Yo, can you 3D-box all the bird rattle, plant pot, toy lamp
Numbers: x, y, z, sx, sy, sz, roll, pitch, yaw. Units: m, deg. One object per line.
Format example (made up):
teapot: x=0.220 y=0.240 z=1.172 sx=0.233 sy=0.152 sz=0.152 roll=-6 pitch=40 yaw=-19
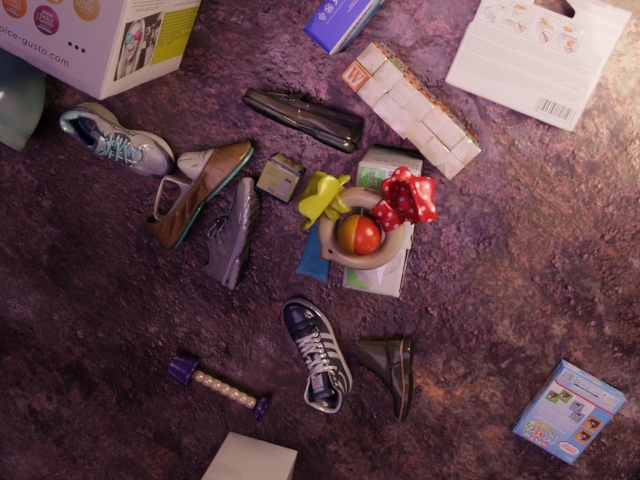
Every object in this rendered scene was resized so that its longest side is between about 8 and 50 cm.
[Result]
bird rattle: x=0.084 y=-0.042 z=1.164 sx=0.253 sy=0.143 sz=0.207 roll=4 pitch=120 yaw=3
plant pot: x=-0.738 y=-0.367 z=1.404 sx=0.293 sy=0.293 sz=0.196 roll=37 pitch=86 yaw=-1
toy lamp: x=-0.264 y=0.375 z=1.623 sx=0.274 sy=0.080 sz=0.080 roll=24 pitch=111 yaw=3

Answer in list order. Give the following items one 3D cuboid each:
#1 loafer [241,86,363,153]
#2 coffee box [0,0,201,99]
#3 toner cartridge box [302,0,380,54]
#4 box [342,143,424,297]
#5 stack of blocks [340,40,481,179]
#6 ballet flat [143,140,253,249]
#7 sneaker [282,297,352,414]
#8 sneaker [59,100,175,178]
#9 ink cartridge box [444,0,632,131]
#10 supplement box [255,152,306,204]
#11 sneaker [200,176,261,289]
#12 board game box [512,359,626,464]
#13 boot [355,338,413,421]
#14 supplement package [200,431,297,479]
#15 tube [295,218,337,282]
loafer: x=-0.036 y=-0.277 z=1.365 sx=0.267 sy=0.096 sz=0.084 roll=25 pitch=92 yaw=-3
coffee box: x=-0.440 y=-0.526 z=1.216 sx=0.337 sy=0.338 sz=0.334 roll=28 pitch=118 yaw=2
toner cartridge box: x=0.115 y=-0.517 z=1.202 sx=0.075 sy=0.165 sz=0.348 roll=41 pitch=112 yaw=-3
box: x=0.138 y=-0.048 z=1.313 sx=0.126 sy=0.231 sz=0.262 roll=10 pitch=110 yaw=9
stack of blocks: x=0.188 y=-0.261 z=1.265 sx=0.297 sy=0.171 sz=0.087 roll=44 pitch=111 yaw=-4
ballet flat: x=-0.298 y=-0.124 z=1.448 sx=0.124 sy=0.116 sz=0.342 roll=36 pitch=118 yaw=-16
sneaker: x=-0.014 y=0.278 z=1.494 sx=0.099 sy=0.153 sz=0.282 roll=-26 pitch=100 yaw=18
sneaker: x=-0.474 y=-0.216 z=1.455 sx=0.283 sy=0.122 sz=0.110 roll=28 pitch=111 yaw=2
ink cartridge box: x=0.417 y=-0.376 z=1.235 sx=0.275 sy=0.060 sz=0.239 roll=24 pitch=110 yaw=5
supplement box: x=-0.090 y=-0.140 z=1.427 sx=0.083 sy=0.056 sz=0.083 roll=29 pitch=112 yaw=3
sneaker: x=-0.217 y=-0.019 z=1.469 sx=0.115 sy=0.105 sz=0.281 roll=20 pitch=111 yaw=6
board game box: x=0.572 y=0.401 z=1.461 sx=0.160 sy=0.039 sz=0.212 roll=29 pitch=111 yaw=2
boot: x=0.153 y=0.330 z=1.524 sx=0.137 sy=0.077 sz=0.198 roll=3 pitch=95 yaw=17
supplement package: x=-0.197 y=0.666 z=1.601 sx=0.199 sy=0.263 sz=0.198 roll=13 pitch=111 yaw=9
tube: x=0.000 y=0.000 z=1.460 sx=0.080 sy=0.052 sz=0.207 roll=20 pitch=116 yaw=11
